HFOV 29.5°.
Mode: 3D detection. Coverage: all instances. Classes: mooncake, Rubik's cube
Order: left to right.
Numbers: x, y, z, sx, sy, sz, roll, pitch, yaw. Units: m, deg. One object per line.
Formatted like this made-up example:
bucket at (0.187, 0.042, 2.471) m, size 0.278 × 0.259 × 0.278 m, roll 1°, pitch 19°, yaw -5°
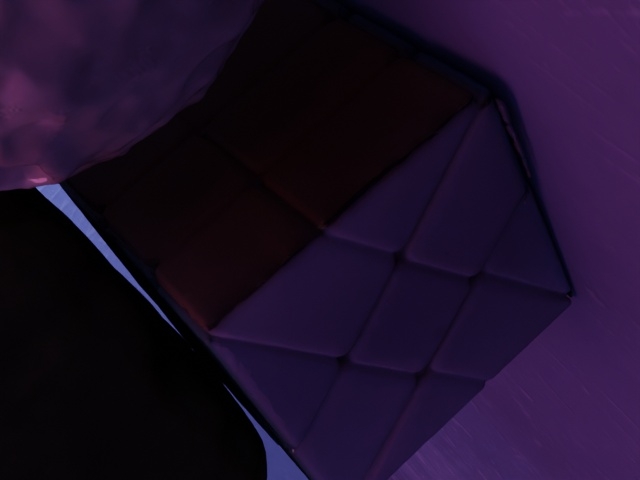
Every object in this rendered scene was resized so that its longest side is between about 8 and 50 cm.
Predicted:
mooncake at (-0.202, 0.089, 0.832) m, size 0.356 × 0.194 × 0.356 m, roll 43°, pitch 175°, yaw 4°
Rubik's cube at (0.000, 0.000, 0.820) m, size 0.225 × 0.221 × 0.231 m, roll 39°, pitch 166°, yaw 44°

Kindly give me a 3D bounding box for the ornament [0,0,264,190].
ornament at (-0.178, -0.187, 0.610) m, size 0.337 × 0.337 × 0.337 m, roll 47°, pitch 168°, yaw 13°
